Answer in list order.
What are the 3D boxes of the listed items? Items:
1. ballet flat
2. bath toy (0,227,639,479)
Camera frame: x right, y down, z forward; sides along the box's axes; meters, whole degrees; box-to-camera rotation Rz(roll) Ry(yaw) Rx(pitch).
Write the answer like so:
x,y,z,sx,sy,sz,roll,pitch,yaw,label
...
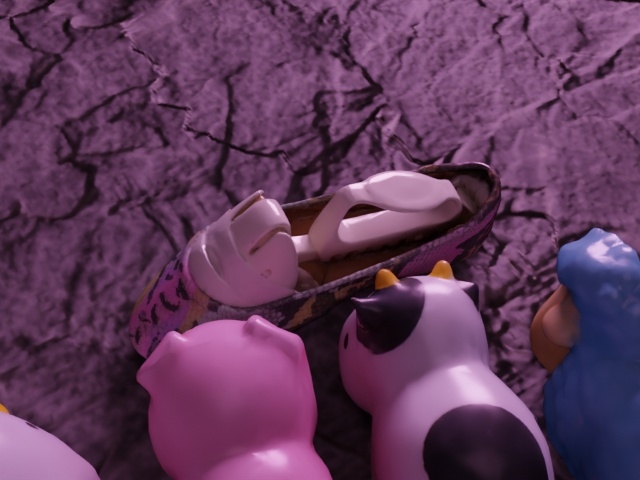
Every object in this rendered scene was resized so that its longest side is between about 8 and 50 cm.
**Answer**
x,y,z,sx,sy,sz,roll,pitch,yaw,label
0.000,0.000,0.442,0.222,0.079,0.076,-18,62,-15,ballet flat
-0.017,0.087,0.364,0.349,0.128,0.151,-12,28,-13,bath toy
